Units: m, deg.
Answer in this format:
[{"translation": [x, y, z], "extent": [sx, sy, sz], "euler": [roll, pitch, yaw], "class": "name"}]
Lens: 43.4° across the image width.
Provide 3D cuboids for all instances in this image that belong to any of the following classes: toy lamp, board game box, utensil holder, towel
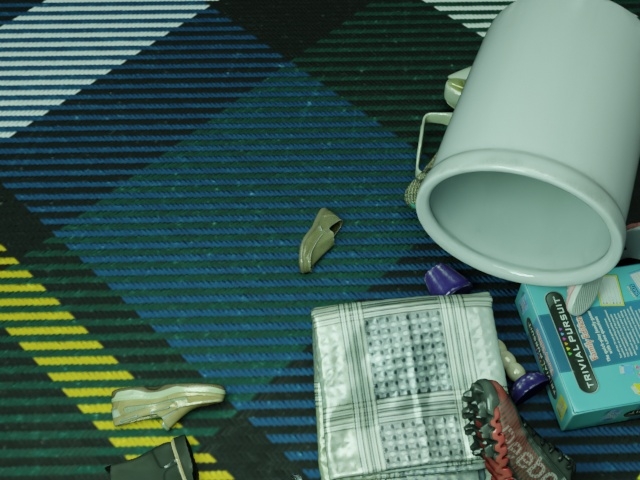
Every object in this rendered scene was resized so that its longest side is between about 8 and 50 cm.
[{"translation": [0.275, 0.153, 1.388], "extent": [0.080, 0.080, 0.274], "euler": [-26, 61, -16], "class": "toy lamp"}, {"translation": [0.537, 0.169, 1.377], "extent": [0.336, 0.079, 0.253], "euler": [-8, 56, -6], "class": "board game box"}, {"translation": [0.373, -0.170, 1.339], "extent": [0.328, 0.327, 0.385], "euler": [19, 64, 11], "class": "utensil holder"}, {"translation": [0.145, 0.249, 1.287], "extent": [0.312, 0.056, 0.324], "euler": [-4, 75, -3], "class": "towel"}]

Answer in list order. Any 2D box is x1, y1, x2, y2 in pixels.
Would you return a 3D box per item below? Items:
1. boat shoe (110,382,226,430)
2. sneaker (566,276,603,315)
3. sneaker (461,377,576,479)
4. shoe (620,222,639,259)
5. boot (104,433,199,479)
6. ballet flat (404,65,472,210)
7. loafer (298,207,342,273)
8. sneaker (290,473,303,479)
[{"translation": [-0.248, 0.275, 1.319], "extent": [0.190, 0.068, 0.072], "euler": [-7, 69, 7], "class": "boat shoe"}, {"translation": [0.439, 0.063, 1.376], "extent": [0.070, 0.051, 0.134], "euler": [14, 74, 53], "class": "sneaker"}, {"translation": [0.299, 0.314, 1.188], "extent": [0.135, 0.097, 0.276], "euler": [-22, 104, -6], "class": "sneaker"}, {"translation": [0.577, -0.004, 1.443], "extent": [0.081, 0.178, 0.063], "euler": [-28, 91, -21], "class": "shoe"}, {"translation": [-0.247, 0.409, 1.228], "extent": [0.137, 0.076, 0.197], "euler": [-18, 46, -7], "class": "boot"}, {"translation": [0.298, -0.240, 1.609], "extent": [0.182, 0.164, 0.482], "euler": [16, 60, 26], "class": "ballet flat"}, {"translation": [0.000, 0.000, 1.497], "extent": [0.050, 0.056, 0.148], "euler": [13, 58, 15], "class": "loafer"}, {"translation": [-0.015, 0.467, 1.164], "extent": [0.153, 0.101, 0.268], "euler": [-30, 59, -15], "class": "sneaker"}]
